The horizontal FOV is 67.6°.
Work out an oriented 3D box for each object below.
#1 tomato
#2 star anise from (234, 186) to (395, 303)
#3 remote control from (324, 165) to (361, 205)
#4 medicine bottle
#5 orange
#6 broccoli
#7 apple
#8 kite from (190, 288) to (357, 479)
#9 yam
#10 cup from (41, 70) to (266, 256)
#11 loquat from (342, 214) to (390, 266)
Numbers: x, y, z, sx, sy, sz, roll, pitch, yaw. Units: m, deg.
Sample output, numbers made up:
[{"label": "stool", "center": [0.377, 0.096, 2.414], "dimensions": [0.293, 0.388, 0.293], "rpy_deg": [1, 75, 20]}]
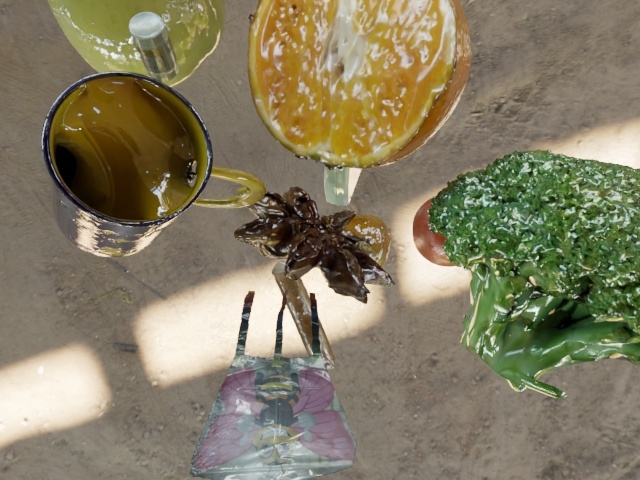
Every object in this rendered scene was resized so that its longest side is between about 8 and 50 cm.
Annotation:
[{"label": "tomato", "center": [0.367, -0.030, 1.350], "dimensions": [0.208, 0.184, 0.208], "rpy_deg": [2, 80, -14]}, {"label": "star anise", "center": [0.001, 0.000, 0.734], "dimensions": [0.288, 0.288, 0.088], "rpy_deg": [27, 114, -13]}, {"label": "remote control", "center": [0.079, -0.233, 0.914], "dimensions": [0.050, 0.145, 0.343], "rpy_deg": [16, 61, 11]}, {"label": "medicine bottle", "center": [-0.224, -0.260, 0.648], "dimensions": [0.047, 0.083, 0.047], "rpy_deg": [1, 69, -2]}, {"label": "orange", "center": [0.032, -0.231, 0.622], "dimensions": [0.310, 0.274, 0.274], "rpy_deg": [8, 106, 11]}, {"label": "broccoli", "center": [0.304, 0.037, 0.601], "dimensions": [0.310, 0.413, 0.321], "rpy_deg": [-22, 109, -9]}, {"label": "apple", "center": [-0.371, -0.517, 0.981], "dimensions": [0.312, 0.320, 0.360], "rpy_deg": [-29, 137, 5]}, {"label": "kite", "center": [-0.066, 0.185, 0.698], "dimensions": [0.204, 0.360, 0.022], "rpy_deg": [-2, 124, -4]}, {"label": "yam", "center": [-0.031, 0.149, 0.920], "dimensions": [0.057, 0.057, 0.241], "rpy_deg": [-23, 109, 1]}, {"label": "cup", "center": [-0.229, -0.056, 0.643], "dimensions": [0.255, 0.256, 0.178], "rpy_deg": [33, 65, -17]}, {"label": "loquat", "center": [0.074, 0.009, 0.939], "dimensions": [0.137, 0.137, 0.113], "rpy_deg": [6, 127, -8]}]
